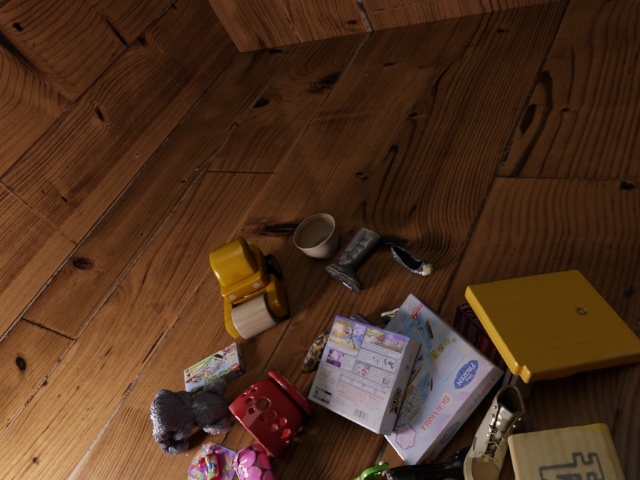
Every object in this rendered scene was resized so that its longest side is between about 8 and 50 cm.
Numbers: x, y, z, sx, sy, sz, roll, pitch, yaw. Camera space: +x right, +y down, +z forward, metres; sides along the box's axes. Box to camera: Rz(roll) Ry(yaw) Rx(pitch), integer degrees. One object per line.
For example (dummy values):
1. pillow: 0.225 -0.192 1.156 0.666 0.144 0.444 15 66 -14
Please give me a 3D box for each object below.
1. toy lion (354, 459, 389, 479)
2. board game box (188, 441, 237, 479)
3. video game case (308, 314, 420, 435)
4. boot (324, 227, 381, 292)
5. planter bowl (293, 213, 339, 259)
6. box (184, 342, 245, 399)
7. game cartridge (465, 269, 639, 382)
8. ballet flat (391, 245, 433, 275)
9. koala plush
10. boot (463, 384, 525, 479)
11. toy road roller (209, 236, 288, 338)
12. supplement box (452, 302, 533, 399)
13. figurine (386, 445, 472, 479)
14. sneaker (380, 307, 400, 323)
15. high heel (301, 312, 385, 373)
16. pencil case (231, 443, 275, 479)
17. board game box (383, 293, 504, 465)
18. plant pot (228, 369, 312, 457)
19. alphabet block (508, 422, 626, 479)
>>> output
1. toy lion: 0.123 0.575 1.299 0.096 0.100 0.034 -13 44 -4
2. board game box: -0.323 0.656 1.561 0.168 0.033 0.133 4 54 37
3. video game case: 0.110 0.346 1.422 0.269 0.061 0.244 9 76 48
4. boot: 0.132 0.062 1.810 0.208 0.076 0.189 -40 43 -17
5. planter bowl: 0.000 0.000 1.915 0.162 0.109 0.162 -19 43 18
6. box: -0.353 0.436 1.788 0.207 0.036 0.114 -30 41 5
7. game cartridge: 0.555 0.197 1.298 0.323 0.053 0.285 -7 40 -11
8. ballet flat: 0.285 0.066 1.709 0.057 0.049 0.173 -48 43 -13
9. koala plush: -0.381 0.521 1.629 0.221 0.203 0.196 -8 57 -3
10. boot: 0.380 0.429 1.168 0.077 0.165 0.213 22 34 14
11. toy road roller: -0.262 0.145 1.849 0.202 0.241 0.330 -27 41 10
12. supplement box: 0.428 0.274 1.347 0.073 0.130 0.239 -12 36 -23
13. figurine: 0.279 0.578 1.177 0.209 0.092 0.215 -18 50 -3
14. sneaker: 0.223 0.228 1.616 0.083 0.031 0.035 -21 56 22
15. high heel: 0.078 0.325 1.560 0.261 0.093 0.186 -38 34 -17
16. pencil case: -0.164 0.651 1.419 0.098 0.095 0.209 -14 38 -17
17. board game box: 0.247 0.351 1.377 0.319 0.066 0.318 -54 41 8
18. plant pot: -0.130 0.470 1.494 0.174 0.191 0.191 -43 41 -15
19. alphabet block: 0.497 0.498 1.054 0.193 0.192 0.197 -15 44 19
